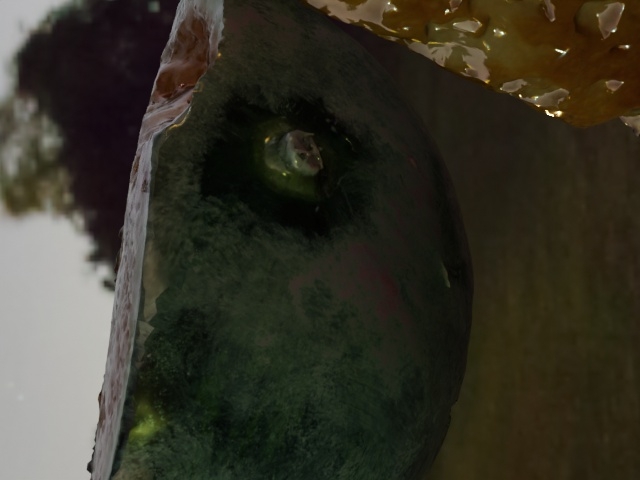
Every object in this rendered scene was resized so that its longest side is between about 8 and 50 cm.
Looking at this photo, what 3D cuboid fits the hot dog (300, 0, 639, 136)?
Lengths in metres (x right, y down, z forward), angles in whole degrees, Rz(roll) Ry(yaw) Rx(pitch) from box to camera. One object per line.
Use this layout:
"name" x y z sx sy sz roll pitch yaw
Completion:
"hot dog" 0.091 -0.121 0.420 0.150 0.257 0.153 -43 40 40

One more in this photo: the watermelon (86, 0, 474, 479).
"watermelon" 0.001 -0.003 0.665 0.175 0.188 0.322 117 157 -58
